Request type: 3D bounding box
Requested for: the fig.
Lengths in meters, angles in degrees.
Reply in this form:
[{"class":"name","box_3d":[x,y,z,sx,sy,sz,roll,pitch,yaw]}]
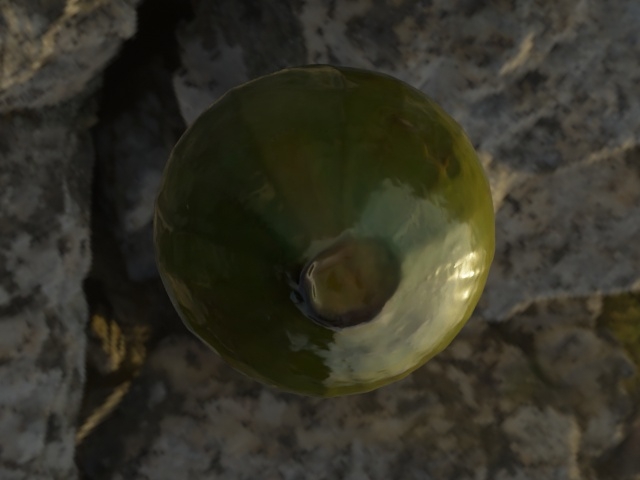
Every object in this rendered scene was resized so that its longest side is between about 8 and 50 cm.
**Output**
[{"class":"fig","box_3d":[0.000,0.000,0.930,0.239,0.271,0.239,1,102,3]}]
